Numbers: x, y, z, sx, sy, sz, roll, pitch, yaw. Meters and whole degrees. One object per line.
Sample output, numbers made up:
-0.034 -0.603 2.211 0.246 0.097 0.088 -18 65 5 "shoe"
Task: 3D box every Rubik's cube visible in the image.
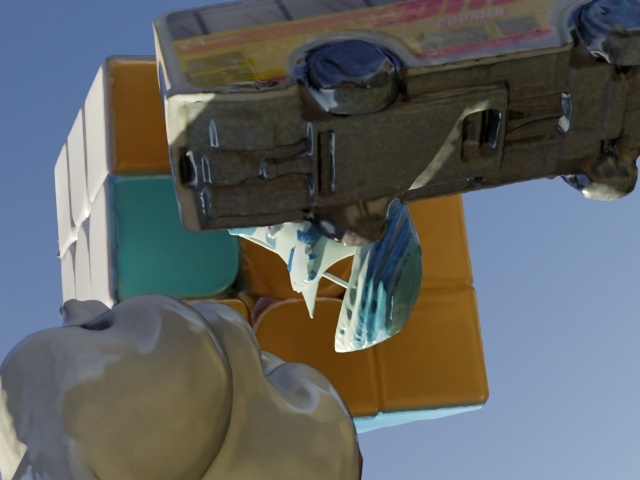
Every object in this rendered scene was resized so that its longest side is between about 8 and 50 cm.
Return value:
-0.060 0.027 1.057 0.291 0.291 0.290 -2 -12 -19 "Rubik's cube"

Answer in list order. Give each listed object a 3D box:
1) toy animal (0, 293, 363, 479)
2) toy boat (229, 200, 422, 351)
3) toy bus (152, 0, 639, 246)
-0.076 0.121 0.638 0.127 0.178 0.193 -24 -25 33 "toy animal"
0.008 -0.005 0.743 0.034 0.149 0.105 2 -49 -49 "toy boat"
0.060 -0.072 0.567 0.268 0.106 0.092 -11 -47 -10 "toy bus"
